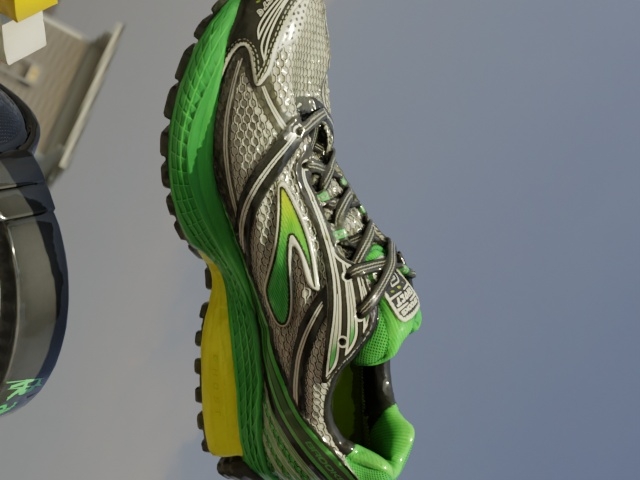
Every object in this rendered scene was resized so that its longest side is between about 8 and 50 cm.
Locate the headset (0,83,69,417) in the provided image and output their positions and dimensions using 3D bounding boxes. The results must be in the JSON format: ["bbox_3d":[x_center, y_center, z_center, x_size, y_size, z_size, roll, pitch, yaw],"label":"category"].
[{"bbox_3d":[-0.295,-0.057,0.769,0.243,0.394,0.185,-26,176,35],"label":"headset"}]

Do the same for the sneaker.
[{"bbox_3d":[0.000,0.000,0.665,0.146,0.343,0.134,4,-161,32],"label":"sneaker"}]

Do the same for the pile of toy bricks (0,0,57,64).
[{"bbox_3d":[-0.185,-0.121,0.297,0.118,0.212,0.105,-40,151,-37],"label":"pile of toy bricks"}]
